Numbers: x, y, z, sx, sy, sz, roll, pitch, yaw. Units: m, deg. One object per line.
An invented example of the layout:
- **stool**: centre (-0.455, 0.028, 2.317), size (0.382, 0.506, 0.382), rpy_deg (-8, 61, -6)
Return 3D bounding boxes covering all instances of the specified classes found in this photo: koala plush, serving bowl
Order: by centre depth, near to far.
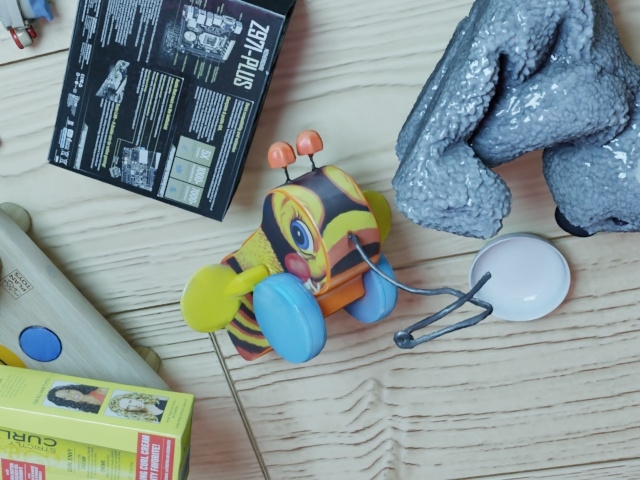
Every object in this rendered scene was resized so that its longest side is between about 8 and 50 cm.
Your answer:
- **koala plush**: centre (0.189, -0.080, 0.720), size (0.221, 0.196, 0.203), rpy_deg (27, 110, -3)
- **serving bowl**: centre (0.167, 0.026, 0.872), size (0.083, 0.027, 0.083), rpy_deg (4, 121, 7)

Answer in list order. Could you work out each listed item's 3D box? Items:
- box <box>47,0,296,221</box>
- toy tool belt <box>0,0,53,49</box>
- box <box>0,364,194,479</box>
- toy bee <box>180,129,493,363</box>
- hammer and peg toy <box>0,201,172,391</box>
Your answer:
- **box**: centre (-0.114, -0.126, 0.794), size (0.147, 0.077, 0.180), rpy_deg (18, 121, -2)
- **toy tool belt**: centre (-0.224, -0.185, 0.791), size (0.051, 0.052, 0.083), rpy_deg (-27, 149, -5)
- **box**: centre (-0.222, 0.155, 0.839), size (0.232, 0.058, 0.087), rpy_deg (10, 119, 0)
- **toy bee**: centre (0.000, 0.000, 0.799), size (0.298, 0.195, 0.162), rpy_deg (-21, 94, 38)
- **hammer and peg toy**: centre (-0.326, 0.076, 0.912), size (0.266, 0.127, 0.361), rpy_deg (-29, 112, 22)
